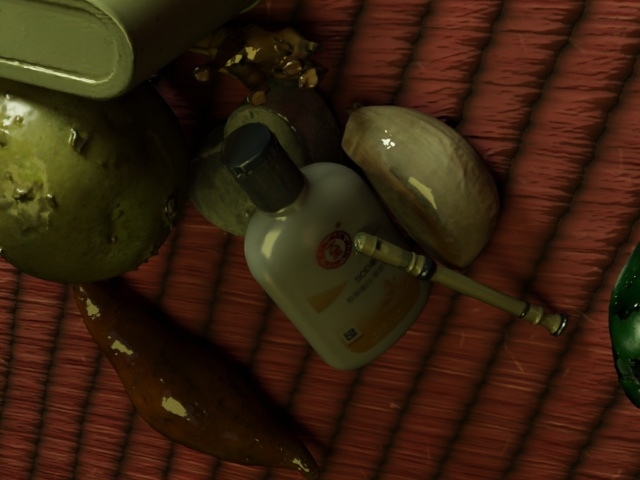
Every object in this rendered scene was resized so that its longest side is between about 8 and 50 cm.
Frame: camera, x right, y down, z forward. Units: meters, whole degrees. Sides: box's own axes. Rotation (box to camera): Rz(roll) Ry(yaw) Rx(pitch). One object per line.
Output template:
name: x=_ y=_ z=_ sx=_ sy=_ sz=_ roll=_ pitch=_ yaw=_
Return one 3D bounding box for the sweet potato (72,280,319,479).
sweet potato: x=-0.155 y=0.176 z=1.670 sx=0.359 sy=0.112 sz=0.112 roll=34 pitch=133 yaw=3

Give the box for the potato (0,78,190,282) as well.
potato: x=-0.279 y=-0.106 z=1.449 sx=0.359 sy=0.219 sz=0.270 roll=40 pitch=179 yaw=45

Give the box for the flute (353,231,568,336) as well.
flute: x=0.134 y=0.041 z=1.380 sx=0.233 sy=0.027 sz=0.027 roll=22 pitch=137 yaw=-19

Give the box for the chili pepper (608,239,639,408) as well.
chili pepper: x=0.361 y=0.043 z=1.155 sx=0.233 sy=0.257 sz=0.248 roll=-17 pitch=113 yaw=33

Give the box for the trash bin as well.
trash bin: x=-0.196 y=-0.235 z=1.306 sx=0.243 sy=0.247 sz=0.121 roll=16 pitch=127 yaw=24

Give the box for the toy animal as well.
toy animal: x=-0.097 y=-0.180 z=1.380 sx=0.275 sy=0.149 sz=0.054 roll=31 pitch=131 yaw=50

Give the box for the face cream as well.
face cream: x=0.000 y=0.000 z=1.376 sx=0.071 sy=0.144 sz=0.291 roll=36 pitch=166 yaw=49

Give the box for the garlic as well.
garlic: x=0.100 y=-0.058 z=1.361 sx=0.195 sy=0.087 sz=0.101 roll=46 pitch=146 yaw=-8

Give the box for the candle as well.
candle: x=-0.042 y=-0.064 z=1.454 sx=0.168 sy=0.068 sz=0.192 roll=44 pitch=137 yaw=-4
